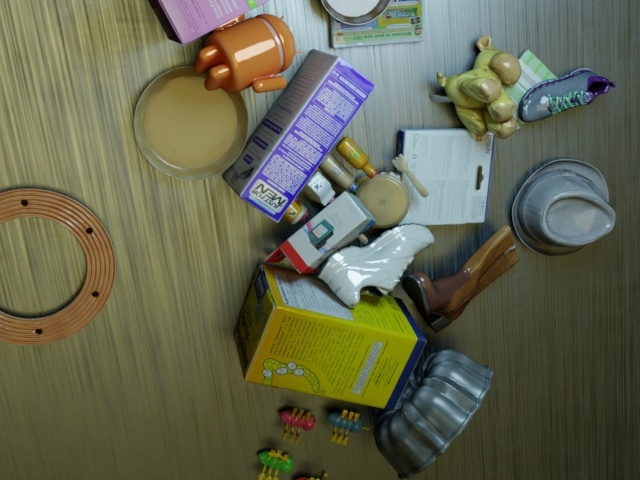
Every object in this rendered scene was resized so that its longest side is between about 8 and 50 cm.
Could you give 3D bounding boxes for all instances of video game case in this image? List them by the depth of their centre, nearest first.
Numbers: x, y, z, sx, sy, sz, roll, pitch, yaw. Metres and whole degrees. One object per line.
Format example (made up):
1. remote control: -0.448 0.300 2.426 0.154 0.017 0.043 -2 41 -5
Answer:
1. video game case: 0.119 -0.512 1.832 0.213 0.023 0.193 -8 108 -15

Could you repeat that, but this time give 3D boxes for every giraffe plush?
1. giraffe plush: 0.367 -0.345 1.889 0.170 0.210 0.181 -47 143 -17

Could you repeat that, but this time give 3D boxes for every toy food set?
1. toy food set: 0.012 -0.102 1.854 0.104 0.111 0.232 43 66 -11
2. toy food set: 0.136 -0.092 1.931 0.192 0.038 0.132 -37 98 10

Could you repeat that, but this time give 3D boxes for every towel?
1. towel: 0.462 -0.346 1.987 0.113 0.023 0.152 37 90 -25

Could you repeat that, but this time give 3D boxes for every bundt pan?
1. bundt pan: 0.240 0.380 1.986 0.124 0.331 0.331 39 92 0

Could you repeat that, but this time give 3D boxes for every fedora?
1. fedora: 0.596 -0.064 2.051 0.276 0.124 0.243 12 102 -19

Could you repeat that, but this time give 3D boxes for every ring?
1. ring: -0.593 0.055 1.777 0.337 0.032 0.336 -5 108 -16

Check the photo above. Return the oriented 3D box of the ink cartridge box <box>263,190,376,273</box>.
1. ink cartridge box: 0.000 0.000 1.859 0.231 0.134 0.078 -40 80 9

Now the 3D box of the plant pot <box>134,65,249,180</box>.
1. plant pot: -0.266 -0.242 1.789 0.236 0.032 0.236 -5 106 -16

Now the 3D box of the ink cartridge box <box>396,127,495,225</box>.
1. ink cartridge box: 0.279 -0.145 1.973 0.224 0.045 0.223 -1 107 -17

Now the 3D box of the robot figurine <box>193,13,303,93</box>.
1. robot figurine: -0.142 -0.371 1.725 0.219 0.158 0.128 -29 136 -24

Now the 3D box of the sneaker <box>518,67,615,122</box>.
1. sneaker: 0.555 -0.328 1.960 0.224 0.098 0.083 -29 120 -15

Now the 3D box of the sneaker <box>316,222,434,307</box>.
1. sneaker: 0.137 0.058 1.914 0.297 0.111 0.129 -25 71 -25

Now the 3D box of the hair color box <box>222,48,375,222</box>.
1. hair color box: -0.050 -0.219 1.777 0.110 0.185 0.338 36 93 -24

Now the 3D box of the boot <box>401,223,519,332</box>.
1. boot: 0.335 0.070 1.980 0.280 0.096 0.264 -40 139 -2

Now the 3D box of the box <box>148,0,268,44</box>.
1. box: -0.196 -0.481 1.642 0.243 0.213 0.117 -30 112 -7

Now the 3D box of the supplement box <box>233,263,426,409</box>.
1. supplement box: 0.015 0.214 1.903 0.357 0.194 0.195 15 111 -20

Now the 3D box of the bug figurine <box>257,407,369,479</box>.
1. bug figurine: -0.023 0.494 2.054 0.216 0.072 0.279 23 103 -15

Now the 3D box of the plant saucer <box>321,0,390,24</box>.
1. plant saucer: 0.071 -0.530 1.782 0.169 0.029 0.168 -4 106 -15
